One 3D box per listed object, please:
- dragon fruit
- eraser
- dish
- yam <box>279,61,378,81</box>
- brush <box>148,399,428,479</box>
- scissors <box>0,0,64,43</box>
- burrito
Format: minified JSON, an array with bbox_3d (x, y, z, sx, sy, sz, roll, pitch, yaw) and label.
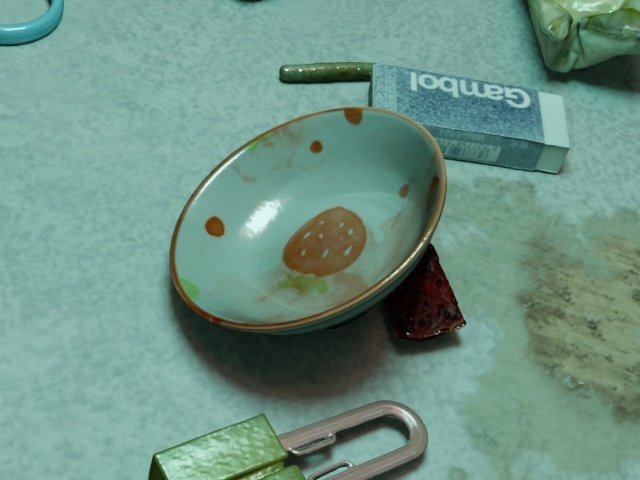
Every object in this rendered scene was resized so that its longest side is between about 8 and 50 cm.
[{"bbox_3d":[0.093,0.029,1.161,0.063,0.097,0.131,8,23,-23],"label":"dragon fruit"},{"bbox_3d":[0.155,-0.129,1.332,0.212,0.046,0.092,9,46,-6],"label":"eraser"},{"bbox_3d":[0.000,0.000,1.110,0.260,0.085,0.260,-15,44,15],"label":"dish"},{"bbox_3d":[0.011,-0.185,1.367,0.116,0.021,0.021,-3,48,-17],"label":"yam"},{"bbox_3d":[-0.011,0.179,1.003,0.233,0.047,0.103,-18,54,-28],"label":"brush"},{"bbox_3d":[-0.410,-0.375,1.436,0.192,0.029,0.447,-3,49,-17],"label":"scissors"},{"bbox_3d":[0.317,-0.314,1.485,0.190,0.135,0.332,3,49,-7],"label":"burrito"}]
